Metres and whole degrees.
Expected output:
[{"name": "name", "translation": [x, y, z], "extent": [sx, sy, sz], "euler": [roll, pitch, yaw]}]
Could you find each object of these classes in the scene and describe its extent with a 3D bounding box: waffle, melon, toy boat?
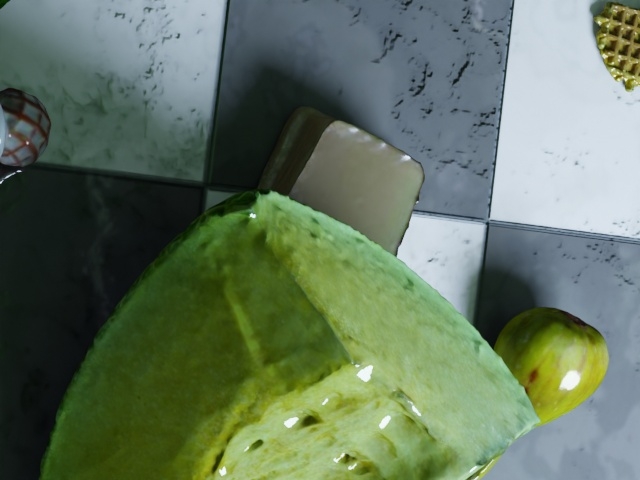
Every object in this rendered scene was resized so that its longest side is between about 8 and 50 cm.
[{"name": "waffle", "translation": [0.268, -0.168, 1.662], "extent": [0.085, 0.016, 0.078], "euler": [-22, 106, -24]}, {"name": "melon", "translation": [-0.053, 0.173, 1.407], "extent": [0.343, 0.226, 0.331], "euler": [-37, 134, 21]}, {"name": "toy boat", "translation": [0.000, 0.000, 1.510], "extent": [0.116, 0.061, 0.188], "euler": [26, 81, -26]}]

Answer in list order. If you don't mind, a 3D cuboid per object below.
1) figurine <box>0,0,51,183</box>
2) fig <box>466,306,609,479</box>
[{"name": "figurine", "translation": [-0.287, -0.131, 1.309], "extent": [0.281, 0.167, 0.370], "euler": [28, 69, -55]}, {"name": "fig", "translation": [0.155, 0.119, 1.604], "extent": [0.093, 0.093, 0.166], "euler": [36, 116, -24]}]
